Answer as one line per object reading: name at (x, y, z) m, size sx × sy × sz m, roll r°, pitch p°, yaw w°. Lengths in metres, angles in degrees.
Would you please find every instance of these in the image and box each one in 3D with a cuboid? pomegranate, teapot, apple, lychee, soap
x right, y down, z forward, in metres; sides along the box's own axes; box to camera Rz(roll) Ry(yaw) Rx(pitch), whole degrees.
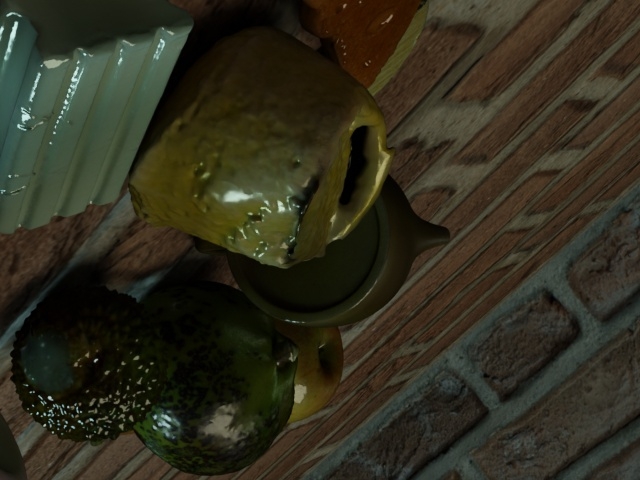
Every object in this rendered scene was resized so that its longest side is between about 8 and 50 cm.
pomegranate at (-0.154, 0.154, 1.332) m, size 0.204 × 0.222 × 0.276 m, roll -35°, pitch -162°, yaw -33°
teapot at (0.000, 0.000, 1.229) m, size 0.267 × 0.185 × 0.175 m, roll -2°, pitch 174°, yaw 19°
apple at (-0.059, 0.162, 1.562) m, size 0.155 × 0.182 × 0.182 m, roll -12°, pitch 175°, yaw 27°
lychee at (-0.223, 0.119, 1.144) m, size 0.171 × 0.171 × 0.171 m, roll -33°, pitch 163°, yaw -12°
soap at (-0.176, -0.093, 0.806) m, size 0.119 × 0.066 × 0.198 m, roll -22°, pitch 157°, yaw -38°

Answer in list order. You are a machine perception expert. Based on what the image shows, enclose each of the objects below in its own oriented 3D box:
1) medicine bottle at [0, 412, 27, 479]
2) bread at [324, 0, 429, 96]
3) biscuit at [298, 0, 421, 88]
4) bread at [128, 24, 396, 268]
medicine bottle at (-0.434, 0.216, 0.859) m, size 0.388 × 0.219 × 0.219 m, roll -34°, pitch 163°, yaw -7°
bread at (0.025, -0.155, 1.099) m, size 0.193 × 0.036 × 0.112 m, roll -40°, pitch 164°, yaw -3°
biscuit at (0.048, -0.223, 0.931) m, size 0.183 × 0.043 × 0.280 m, roll -33°, pitch 159°, yaw -23°
bread at (-0.050, -0.069, 0.937) m, size 0.197 × 0.170 × 0.197 m, roll -51°, pitch 161°, yaw -25°
